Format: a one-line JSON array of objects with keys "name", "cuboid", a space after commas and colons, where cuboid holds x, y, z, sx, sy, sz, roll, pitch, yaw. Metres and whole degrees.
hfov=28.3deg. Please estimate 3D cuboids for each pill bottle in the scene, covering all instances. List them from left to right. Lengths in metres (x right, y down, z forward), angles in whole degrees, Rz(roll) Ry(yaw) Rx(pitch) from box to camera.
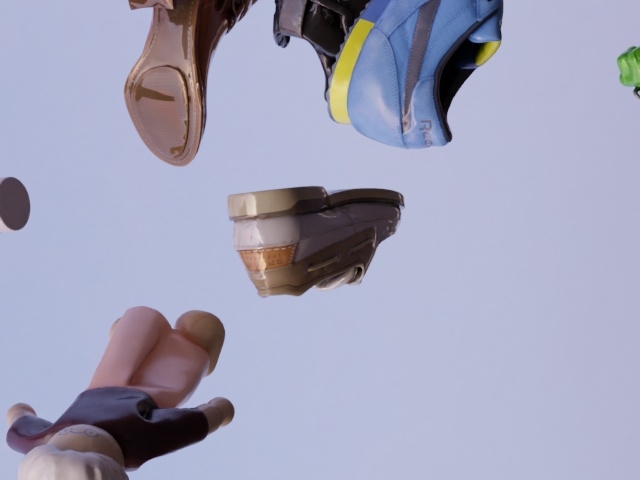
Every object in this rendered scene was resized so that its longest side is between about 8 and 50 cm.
[{"name": "pill bottle", "cuboid": [-0.422, -0.038, 1.519, 0.078, 0.137, 0.078, -4, -90, -66]}]

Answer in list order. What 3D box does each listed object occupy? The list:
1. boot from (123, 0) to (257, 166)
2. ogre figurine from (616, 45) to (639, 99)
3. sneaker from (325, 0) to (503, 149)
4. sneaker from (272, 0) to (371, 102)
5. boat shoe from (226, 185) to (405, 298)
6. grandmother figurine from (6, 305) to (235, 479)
[{"name": "boot", "cuboid": [-0.095, -0.173, 1.052, 0.152, 0.073, 0.197, -48, -33, -51]}, {"name": "ogre figurine", "cuboid": [0.283, -0.127, 0.724, 0.097, 0.197, 0.118, 54, -140, -7]}, {"name": "sneaker", "cuboid": [0.079, -0.145, 0.713, 0.209, 0.082, 0.069, -67, -25, -13]}, {"name": "sneaker", "cuboid": [0.018, -0.211, 0.931, 0.146, 0.102, 0.293, -45, -43, -25]}, {"name": "boat shoe", "cuboid": [0.000, 0.000, 1.288, 0.302, 0.113, 0.103, -5, -91, -61]}, {"name": "grandmother figurine", "cuboid": [-0.187, 0.156, 1.137, 0.342, 0.207, 0.104, -72, -33, -73]}]
